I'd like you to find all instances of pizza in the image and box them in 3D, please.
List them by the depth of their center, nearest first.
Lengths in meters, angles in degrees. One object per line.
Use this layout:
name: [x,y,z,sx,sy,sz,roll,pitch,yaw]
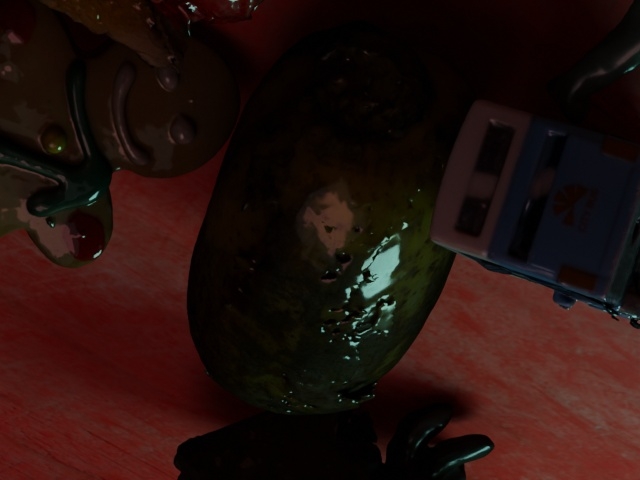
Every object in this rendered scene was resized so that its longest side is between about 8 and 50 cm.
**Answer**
pizza: [-0.165,-0.195,1.124,0.226,0.069,0.147,26,154,-7]

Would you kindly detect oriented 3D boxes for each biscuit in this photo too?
biscuit: [-0.199,-0.067,1.222,0.301,0.049,0.197,-15,114,-9]

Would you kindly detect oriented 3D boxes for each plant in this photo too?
plant: [0.015,0.235,1.607,0.276,0.188,0.199,-7,141,-8]

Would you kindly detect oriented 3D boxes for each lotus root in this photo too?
lotus root: [0.000,0.000,1.255,0.179,0.196,0.397,31,152,8]

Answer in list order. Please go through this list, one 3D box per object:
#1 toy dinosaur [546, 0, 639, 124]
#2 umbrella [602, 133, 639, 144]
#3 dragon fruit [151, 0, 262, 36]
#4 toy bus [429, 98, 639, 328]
toy dinosaur: [0.207,-0.223,0.977,0.383,0.129,0.331,30,131,-24]
umbrella: [0.175,-0.071,1.263,0.122,0.013,0.022,8,168,3]
dragon fruit: [-0.069,-0.186,1.053,0.121,0.142,0.130,22,148,-27]
toy bus: [0.159,-0.012,1.154,0.131,0.106,0.297,18,180,12]
